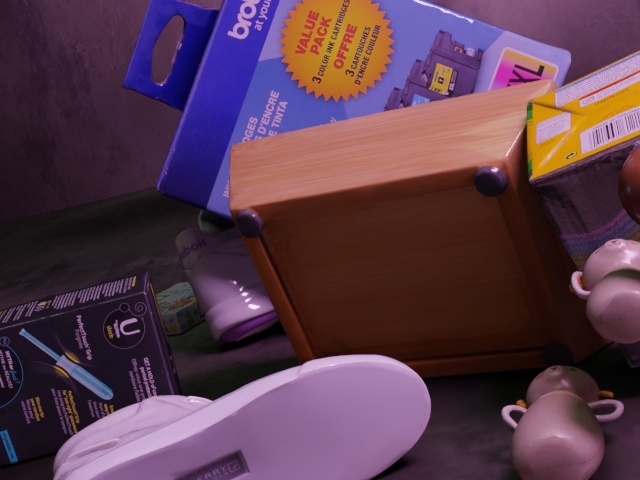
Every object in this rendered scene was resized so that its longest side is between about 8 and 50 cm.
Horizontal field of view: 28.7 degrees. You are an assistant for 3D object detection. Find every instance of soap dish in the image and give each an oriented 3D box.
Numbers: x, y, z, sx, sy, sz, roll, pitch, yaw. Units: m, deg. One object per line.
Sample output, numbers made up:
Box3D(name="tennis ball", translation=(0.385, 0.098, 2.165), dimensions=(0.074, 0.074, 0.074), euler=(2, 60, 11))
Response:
Box3D(name="soap dish", translation=(0.080, 0.008, 1.022), dimensions=(0.291, 0.229, 0.118), euler=(-9, 27, 28))

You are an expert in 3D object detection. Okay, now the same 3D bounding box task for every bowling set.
Box3D(name="bowling set", translation=(0.240, 0.028, 0.750), dimensions=(0.287, 0.200, 0.154), euler=(-7, 10, 14))

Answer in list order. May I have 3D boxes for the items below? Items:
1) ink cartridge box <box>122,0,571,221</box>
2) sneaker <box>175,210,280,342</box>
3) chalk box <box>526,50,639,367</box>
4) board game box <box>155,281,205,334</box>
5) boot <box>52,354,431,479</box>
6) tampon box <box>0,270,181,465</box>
Box3D(name="ink cartridge box", translation=(0.010, -0.130, 1.247), dimensions=(0.395, 0.270, 0.151), euler=(20, 7, -2))
Box3D(name="sneaker", translation=(-0.043, -0.001, 1.383), dimensions=(0.114, 0.152, 0.305), euler=(-35, -4, 33))
Box3D(name="chalk box", translation=(0.247, -0.011, 0.866), dimensions=(0.132, 0.213, 0.132), euler=(-23, 25, 21))
Box3D(name="board game box", translation=(-0.169, 0.080, 1.500), dimensions=(0.103, 0.026, 0.154), euler=(-9, 11, 29))
Box3D(name="boot", translation=(-0.062, 0.129, 0.855), dimensions=(0.258, 0.095, 0.123), euler=(-17, 17, -12))
Box3D(name="tampon box", translation=(-0.214, 0.111, 1.106), dimensions=(0.161, 0.120, 0.101), euler=(-14, 10, -3))
